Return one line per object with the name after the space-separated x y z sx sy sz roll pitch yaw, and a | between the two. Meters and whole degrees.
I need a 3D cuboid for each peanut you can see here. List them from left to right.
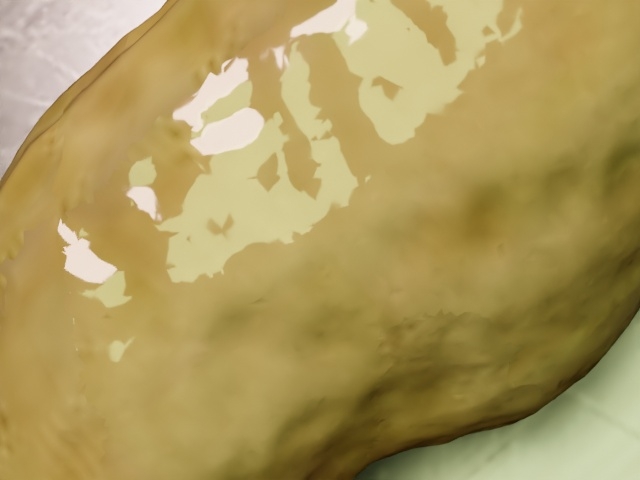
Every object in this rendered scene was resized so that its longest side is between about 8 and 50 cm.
0.000 0.000 0.455 0.387 0.192 0.169 -43 28 7 | peanut
